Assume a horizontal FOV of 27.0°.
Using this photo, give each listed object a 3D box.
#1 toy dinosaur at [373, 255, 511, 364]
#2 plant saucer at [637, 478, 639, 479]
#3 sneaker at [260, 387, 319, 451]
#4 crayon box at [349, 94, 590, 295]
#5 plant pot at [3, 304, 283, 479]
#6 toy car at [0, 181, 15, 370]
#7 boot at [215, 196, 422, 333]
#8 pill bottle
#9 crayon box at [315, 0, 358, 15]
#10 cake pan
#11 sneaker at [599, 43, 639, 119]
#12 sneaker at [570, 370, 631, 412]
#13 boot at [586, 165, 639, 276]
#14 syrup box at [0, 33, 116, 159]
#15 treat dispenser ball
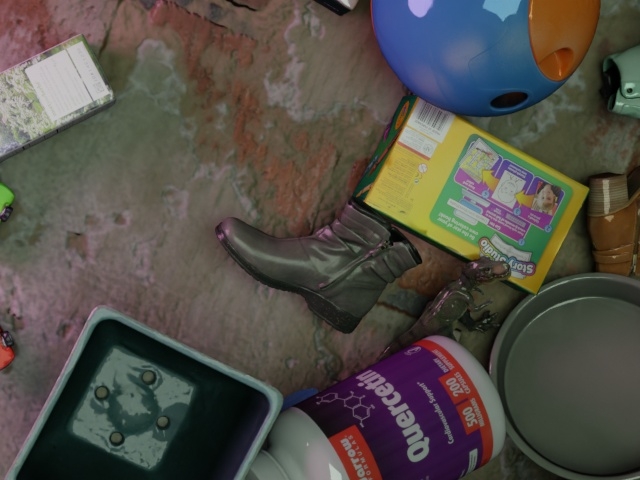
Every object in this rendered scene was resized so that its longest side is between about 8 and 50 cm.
[{"bbox_3d":[0.172,0.120,1.802,0.118,0.064,0.268,32,112,-33],"label":"toy dinosaur"},{"bbox_3d":[0.312,0.364,1.727,0.311,0.310,0.050,-15,90,-10],"label":"plant saucer"},{"bbox_3d":[-0.081,0.291,1.759,0.229,0.087,0.092,-31,100,-6],"label":"sneaker"},{"bbox_3d":[0.202,-0.060,1.798,0.279,0.081,0.165,28,88,-11],"label":"crayon box"},{"bbox_3d":[-0.225,0.228,1.641,0.248,0.252,0.247,28,87,-11],"label":"plant pot"},{"bbox_3d":[-0.458,0.025,1.687,0.239,0.053,0.225,30,87,-12],"label":"toy car"},{"bbox_3d":[0.000,0.000,1.736,0.247,0.083,0.161,33,110,-18],"label":"boot"},{"bbox_3d":[0.062,0.260,1.675,0.323,0.181,0.181,-25,98,-22],"label":"pill bottle"},{"bbox_3d":[0.026,-0.485,1.741,0.203,0.083,0.322,30,88,-11],"label":"crayon box"},{"bbox_3d":[0.375,0.189,1.799,0.293,0.054,0.293,-3,69,7],"label":"cake pan"},{"bbox_3d":[0.474,-0.156,1.813,0.151,0.094,0.255,-15,68,-13],"label":"sneaker"},{"bbox_3d":[0.456,0.247,1.838,0.228,0.130,0.087,-4,136,-12],"label":"sneaker"},{"bbox_3d":[0.460,-0.028,1.865,0.197,0.073,0.152,-9,103,-13],"label":"boot"},{"bbox_3d":[-0.382,-0.162,1.670,0.237,0.096,0.093,-28,96,-8],"label":"syrup box"},{"bbox_3d":[0.207,-0.300,1.682,0.288,0.288,0.288,-1,93,-11],"label":"treat dispenser ball"}]
